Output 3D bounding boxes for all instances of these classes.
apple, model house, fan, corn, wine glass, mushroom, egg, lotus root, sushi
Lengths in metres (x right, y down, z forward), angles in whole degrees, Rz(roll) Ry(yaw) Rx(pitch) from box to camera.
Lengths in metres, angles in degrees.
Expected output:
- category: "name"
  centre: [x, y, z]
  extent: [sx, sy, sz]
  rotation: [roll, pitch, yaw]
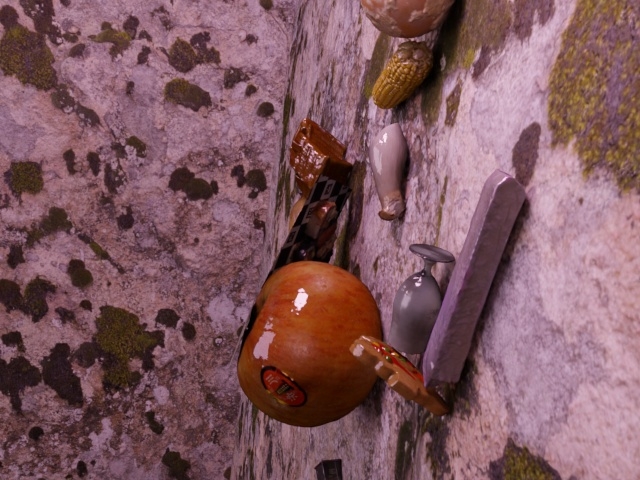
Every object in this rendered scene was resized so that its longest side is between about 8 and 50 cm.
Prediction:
- category: "apple"
  centre: [-0.019, 0.256, 1.470]
  extent: [0.400, 0.334, 0.400]
  rotation: [-62, 10, 19]
- category: "model house"
  centre: [-0.014, -0.225, 1.854]
  extent: [0.199, 0.220, 0.229]
  rotation: [-57, 14, 30]
- category: "fan"
  centre: [-0.175, 0.208, 1.390]
  extent: [0.329, 0.009, 0.190]
  rotation: [126, 165, -71]
- category: "corn"
  centre: [0.184, -0.374, 1.383]
  extent: [0.260, 0.091, 0.091]
  rotation: [145, 147, -77]
- category: "wine glass"
  centre: [0.188, 0.114, 1.143]
  extent: [0.093, 0.093, 0.202]
  rotation: [-121, 40, -67]
- category: "mushroom"
  centre: [0.164, -0.160, 1.389]
  extent: [0.116, 0.093, 0.224]
  rotation: [63, -161, -75]
- category: "egg"
  centre: [0.178, -0.527, 1.244]
  extent: [0.245, 0.204, 0.203]
  rotation: [-99, 20, -59]
- category: "lotus root"
  centre: [-0.036, -0.040, 2.003]
  extent: [0.160, 0.146, 0.283]
  rotation: [-9, 81, 55]
- category: "sushi"
  centre: [0.000, 0.000, 1.671]
  extent: [0.339, 0.069, 0.320]
  rotation: [-63, -18, 6]

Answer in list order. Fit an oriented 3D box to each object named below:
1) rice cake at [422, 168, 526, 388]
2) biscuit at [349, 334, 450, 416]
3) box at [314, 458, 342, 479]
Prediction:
- category: "rice cake"
  centre: [0.247, 0.074, 0.983]
  extent: [0.070, 0.064, 0.398]
  rotation: [-91, 13, -65]
- category: "biscuit"
  centre: [0.144, 0.236, 1.125]
  extent: [0.041, 0.212, 0.238]
  rotation: [-55, 4, 6]
- category: "box"
  centre: [0.023, 0.642, 1.643]
  extent: [0.084, 0.060, 0.063]
  rotation: [117, 147, -54]
